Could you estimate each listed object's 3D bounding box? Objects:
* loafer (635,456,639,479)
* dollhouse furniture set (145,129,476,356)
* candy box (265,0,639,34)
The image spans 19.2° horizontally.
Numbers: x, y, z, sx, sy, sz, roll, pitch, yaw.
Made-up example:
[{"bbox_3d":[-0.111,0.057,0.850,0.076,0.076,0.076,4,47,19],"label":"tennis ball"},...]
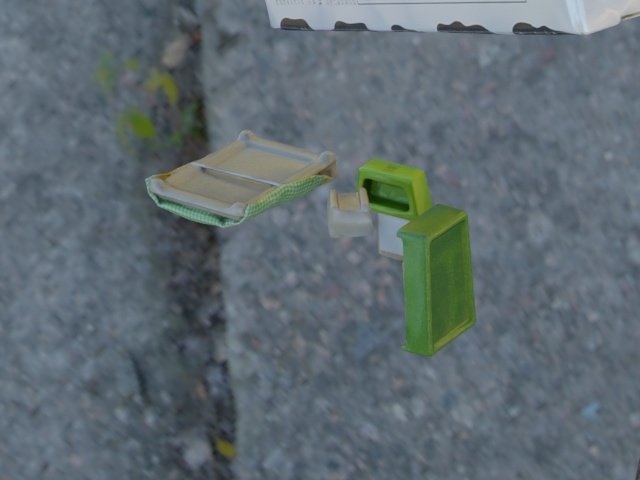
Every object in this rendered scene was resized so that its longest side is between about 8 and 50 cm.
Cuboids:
[{"bbox_3d":[0.212,0.046,0.709,0.220,0.078,0.080,-44,20,-5],"label":"loafer"},{"bbox_3d":[0.000,0.000,0.865,0.152,0.058,0.076,16,32,34],"label":"dollhouse furniture set"},{"bbox_3d":[0.089,-0.114,0.577,0.165,0.070,0.196,-17,12,-22],"label":"candy box"}]
